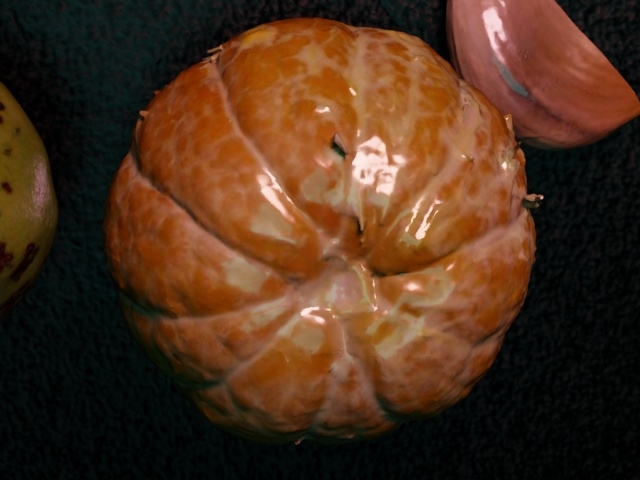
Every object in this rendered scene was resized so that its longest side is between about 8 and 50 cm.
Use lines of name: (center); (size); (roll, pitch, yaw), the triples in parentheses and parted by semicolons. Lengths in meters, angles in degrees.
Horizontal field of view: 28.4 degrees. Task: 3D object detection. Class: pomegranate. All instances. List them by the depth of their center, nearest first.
pomegranate: (-0.323, -0.024, 0.914); (0.254, 0.270, 0.254); (5, 102, 24)

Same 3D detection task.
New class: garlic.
garlic: (0.160, -0.137, 1.007); (0.195, 0.087, 0.101); (44, 85, -10)

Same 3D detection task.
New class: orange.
orange: (0.000, 0.000, 0.946); (0.329, 0.249, 0.329); (-2, 104, -6)
